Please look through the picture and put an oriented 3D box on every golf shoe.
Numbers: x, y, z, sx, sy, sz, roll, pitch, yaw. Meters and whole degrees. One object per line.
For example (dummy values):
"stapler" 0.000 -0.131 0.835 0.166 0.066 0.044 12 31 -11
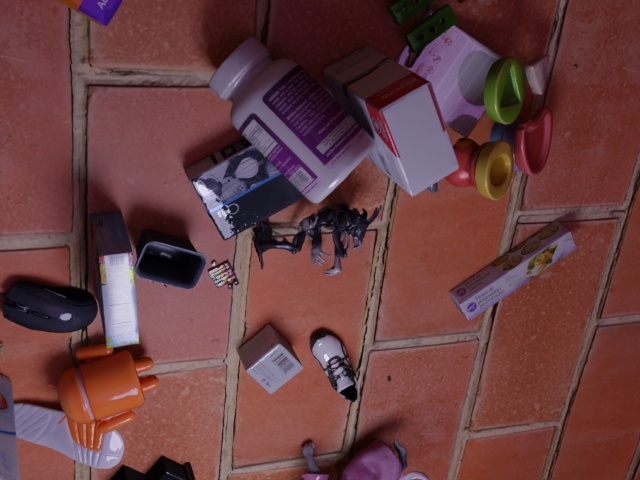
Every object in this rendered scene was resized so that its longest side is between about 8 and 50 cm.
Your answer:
"golf shoe" 0.043 0.300 2.022 0.077 0.094 0.198 -32 123 -1

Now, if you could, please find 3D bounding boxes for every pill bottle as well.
"pill bottle" -0.058 -0.227 1.591 0.169 0.169 0.301 -45 94 6

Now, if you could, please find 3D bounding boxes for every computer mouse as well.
"computer mouse" -0.587 0.164 1.711 0.262 0.060 0.184 22 107 -30

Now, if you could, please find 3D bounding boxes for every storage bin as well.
"storage bin" -0.311 0.036 1.733 0.135 0.091 0.098 17 110 -28

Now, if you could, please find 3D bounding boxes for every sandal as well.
"sandal" -0.549 0.405 1.859 0.265 0.076 0.102 23 93 -9

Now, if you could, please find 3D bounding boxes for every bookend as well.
"bookend" -0.402 0.568 2.002 0.157 0.072 0.156 -48 123 7

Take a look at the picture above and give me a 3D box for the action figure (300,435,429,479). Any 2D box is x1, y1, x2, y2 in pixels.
"action figure" 0.055 0.651 2.128 0.370 0.275 0.248 -29 131 -21

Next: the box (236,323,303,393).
"box" -0.115 0.268 1.942 0.102 0.087 0.101 -39 124 3

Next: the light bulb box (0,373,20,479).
"light bulb box" -0.758 0.333 1.554 0.225 0.361 0.358 -41 124 2

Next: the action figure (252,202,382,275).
"action figure" 0.000 0.000 1.803 0.275 0.164 0.141 -11 95 -7

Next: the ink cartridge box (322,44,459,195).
"ink cartridge box" 0.130 -0.237 1.653 0.114 0.273 0.197 -31 124 -8

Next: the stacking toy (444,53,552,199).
"stacking toy" 0.365 -0.249 1.797 0.309 0.130 0.280 -23 117 -49

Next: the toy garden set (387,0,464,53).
"toy garden set" 0.197 -0.523 1.656 0.203 0.049 0.244 -37 119 -4

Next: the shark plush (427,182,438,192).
"shark plush" 0.218 -0.172 1.830 0.073 0.067 0.161 -24 137 -11

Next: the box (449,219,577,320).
"box" 0.468 0.072 2.083 0.324 0.067 0.063 -33 124 -1

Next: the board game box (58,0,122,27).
"board game box" -0.388 -0.581 1.200 0.356 0.356 0.357 28 104 -33

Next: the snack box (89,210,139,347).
"snack box" -0.401 0.075 1.667 0.070 0.174 0.207 -8 119 -17

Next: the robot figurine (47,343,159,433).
"robot figurine" -0.454 0.307 1.805 0.219 0.128 0.158 -17 130 -14

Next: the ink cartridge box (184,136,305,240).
"ink cartridge box" -0.091 -0.149 1.738 0.332 0.065 0.165 -31 124 -5

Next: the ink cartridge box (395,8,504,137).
"ink cartridge box" 0.265 -0.348 1.791 0.224 0.056 0.181 30 104 -13

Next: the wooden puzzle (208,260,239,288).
"wooden puzzle" -0.210 0.074 1.846 0.049 0.006 0.083 -27 124 -6
